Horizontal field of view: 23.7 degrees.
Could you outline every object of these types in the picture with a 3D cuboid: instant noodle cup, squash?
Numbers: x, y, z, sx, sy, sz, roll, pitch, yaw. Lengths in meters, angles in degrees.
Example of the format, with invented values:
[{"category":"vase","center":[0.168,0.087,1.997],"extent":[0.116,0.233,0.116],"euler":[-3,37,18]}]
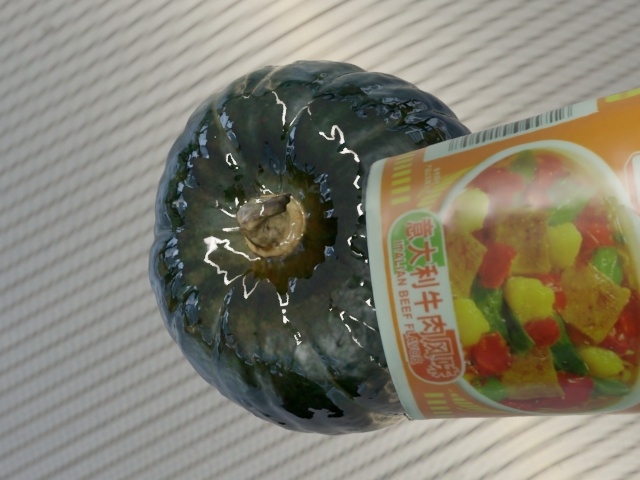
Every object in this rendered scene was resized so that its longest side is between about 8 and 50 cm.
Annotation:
[{"category":"instant noodle cup","center":[0.119,0.009,0.635],"extent":[0.185,0.168,0.168],"euler":[-9,71,13]},{"category":"squash","center":[0.002,0.002,0.865],"extent":[0.218,0.172,0.218],"euler":[-2,87,52]}]
